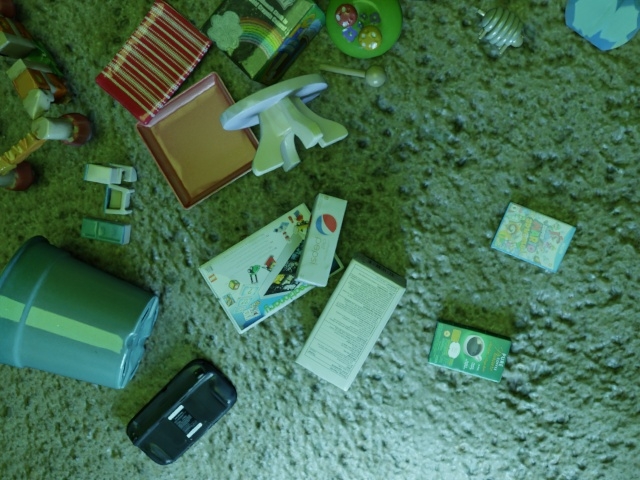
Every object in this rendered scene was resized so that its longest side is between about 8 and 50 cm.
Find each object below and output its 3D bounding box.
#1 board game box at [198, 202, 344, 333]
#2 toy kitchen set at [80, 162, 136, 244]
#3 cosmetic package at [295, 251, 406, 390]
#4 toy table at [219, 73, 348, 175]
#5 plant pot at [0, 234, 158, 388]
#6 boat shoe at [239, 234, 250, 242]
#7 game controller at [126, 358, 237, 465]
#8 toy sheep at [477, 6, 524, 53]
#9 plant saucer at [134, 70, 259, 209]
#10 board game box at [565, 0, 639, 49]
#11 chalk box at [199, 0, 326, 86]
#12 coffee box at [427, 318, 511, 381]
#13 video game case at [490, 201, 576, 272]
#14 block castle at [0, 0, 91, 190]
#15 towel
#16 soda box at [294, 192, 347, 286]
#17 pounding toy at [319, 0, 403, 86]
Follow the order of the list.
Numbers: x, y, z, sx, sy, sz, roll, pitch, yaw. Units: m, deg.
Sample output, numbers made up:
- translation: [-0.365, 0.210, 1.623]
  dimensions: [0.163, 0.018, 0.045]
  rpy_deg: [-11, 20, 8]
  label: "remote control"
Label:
- translation: [-0.120, 0.068, 1.753]
  dimensions: [0.305, 0.053, 0.193]
  rpy_deg: [-32, 90, -9]
  label: "board game box"
- translation: [-0.565, -0.095, 1.802]
  dimensions: [0.122, 0.166, 0.207]
  rpy_deg: [10, 98, 8]
  label: "toy kitchen set"
- translation: [0.077, 0.195, 1.747]
  dimensions: [0.153, 0.129, 0.296]
  rpy_deg: [31, 100, 4]
  label: "cosmetic package"
- translation: [-0.080, -0.268, 1.673]
  dimensions: [0.274, 0.252, 0.161]
  rpy_deg: [-26, 87, -10]
  label: "toy table"
- translation: [-0.607, 0.200, 1.778]
  dimensions: [0.334, 0.341, 0.341]
  rpy_deg: [19, 100, 0]
  label: "plant pot"
- translation: [-0.213, 0.070, 1.814]
  dimensions: [0.060, 0.064, 0.178]
  rpy_deg: [12, 101, 6]
  label: "boat shoe"
- translation: [-0.372, 0.463, 1.898]
  dimensions: [0.166, 0.067, 0.319]
  rpy_deg: [43, 102, -12]
  label: "game controller"
- translation: [0.412, -0.489, 1.631]
  dimensions: [0.132, 0.091, 0.091]
  rpy_deg: [30, 101, -14]
  label: "toy sheep"
- translation: [-0.299, -0.250, 1.799]
  dimensions: [0.259, 0.048, 0.258]
  rpy_deg: [-31, 91, 12]
  label: "plant saucer"
- translation: [0.644, -0.516, 1.616]
  dimensions: [0.168, 0.033, 0.133]
  rpy_deg: [39, 106, 8]
  label: "board game box"
- translation: [-0.107, -0.531, 1.669]
  dimensions: [0.180, 0.179, 0.289]
  rpy_deg: [43, 100, 3]
  label: "chalk box"
- translation: [0.366, 0.270, 1.750]
  dimensions: [0.184, 0.040, 0.113]
  rpy_deg: [13, 99, 8]
  label: "coffee box"
- translation: [0.510, -0.008, 1.706]
  dimensions: [0.166, 0.015, 0.119]
  rpy_deg: [23, 100, 6]
  label: "video game case"
- translation: [-0.810, -0.379, 1.793]
  dimensions: [0.303, 0.213, 0.453]
  rpy_deg: [-33, 88, 15]
  label: "block castle"
- translation: [-0.422, -0.449, 1.780]
  dimensions: [0.199, 0.031, 0.275]
  rpy_deg: [43, 98, 13]
  label: "towel"
- translation: [0.000, 0.000, 1.713]
  dimensions: [0.074, 0.069, 0.216]
  rpy_deg: [15, 81, -8]
  label: "soda box"
- translation: [0.087, -0.472, 1.638]
  dimensions: [0.183, 0.110, 0.237]
  rpy_deg: [15, 122, 6]
  label: "pounding toy"
